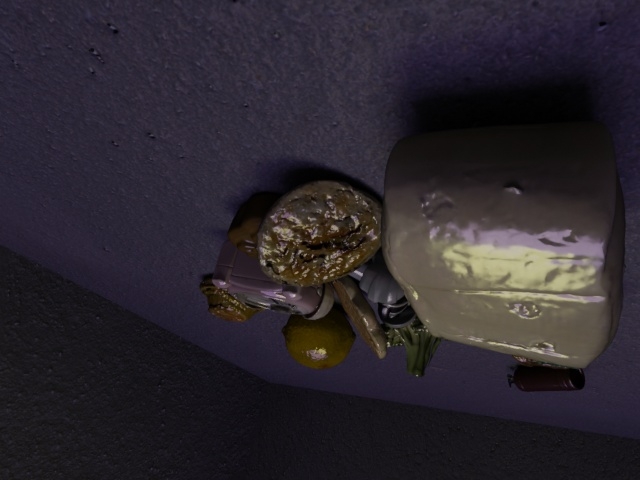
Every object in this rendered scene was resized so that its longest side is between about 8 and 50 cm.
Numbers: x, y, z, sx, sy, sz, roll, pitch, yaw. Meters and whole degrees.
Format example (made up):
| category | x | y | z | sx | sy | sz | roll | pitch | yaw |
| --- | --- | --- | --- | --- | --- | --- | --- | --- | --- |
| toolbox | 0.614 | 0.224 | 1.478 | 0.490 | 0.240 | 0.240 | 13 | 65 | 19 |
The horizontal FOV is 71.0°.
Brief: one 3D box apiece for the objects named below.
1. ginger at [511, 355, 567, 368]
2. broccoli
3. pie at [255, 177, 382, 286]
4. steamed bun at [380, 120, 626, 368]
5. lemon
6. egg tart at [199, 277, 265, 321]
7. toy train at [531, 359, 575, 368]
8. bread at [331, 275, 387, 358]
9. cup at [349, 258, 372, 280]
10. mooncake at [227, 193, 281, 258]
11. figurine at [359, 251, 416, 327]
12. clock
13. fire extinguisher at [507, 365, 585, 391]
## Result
| category | x | y | z | sx | sy | sz | roll | pitch | yaw |
| --- | --- | --- | --- | --- | --- | --- | --- | --- | --- |
| ginger | 0.821 | 0.443 | 1.663 | 0.214 | 0.059 | 0.133 | -1 | 154 | 30 |
| broccoli | 0.319 | 0.315 | 1.450 | 0.247 | 0.243 | 0.263 | -8 | 157 | 40 |
| pie | 0.000 | 0.000 | 1.061 | 0.339 | 0.077 | 0.339 | -9 | 135 | -10 |
| steamed bun | 0.315 | -0.005 | 0.792 | 0.371 | 0.290 | 0.456 | 6 | 139 | 30 |
| lemon | -0.010 | 0.365 | 1.712 | 0.267 | 0.267 | 0.267 | 11 | 153 | 6 |
| egg tart | -0.354 | 0.247 | 1.789 | 0.294 | 0.123 | 0.294 | 12 | 155 | 5 |
| toy train | 0.649 | 0.223 | 1.180 | 0.159 | 0.188 | 0.271 | 6 | 150 | 12 |
| bread | 0.119 | 0.220 | 1.385 | 0.054 | 0.316 | 0.316 | -30 | 151 | -9 |
| cup | 0.082 | 0.061 | 1.290 | 0.116 | 0.074 | 0.104 | 26 | 180 | -14 |
| mooncake | -0.119 | -0.014 | 1.183 | 0.235 | 0.117 | 0.235 | 11 | 150 | 6 |
| figurine | 0.205 | 0.127 | 1.247 | 0.133 | 0.176 | 0.236 | 20 | 153 | 33 |
| clock | -0.140 | 0.136 | 1.416 | 0.342 | 0.184 | 0.326 | 12 | 158 | 20 |
| fire extinguisher | 0.887 | 0.566 | 1.814 | 0.138 | 0.102 | 0.344 | 32 | 149 | -16 |
